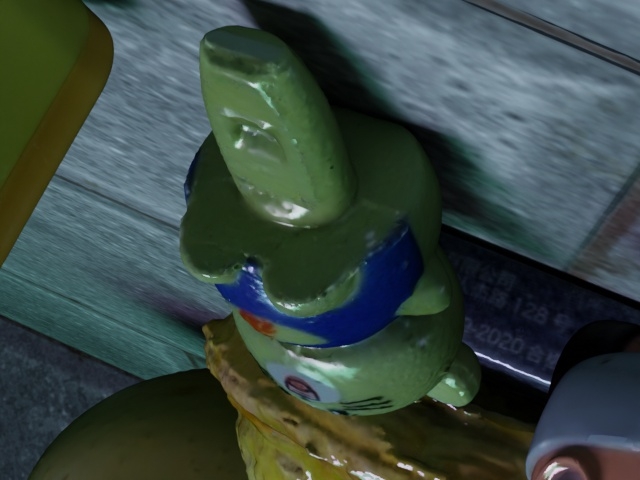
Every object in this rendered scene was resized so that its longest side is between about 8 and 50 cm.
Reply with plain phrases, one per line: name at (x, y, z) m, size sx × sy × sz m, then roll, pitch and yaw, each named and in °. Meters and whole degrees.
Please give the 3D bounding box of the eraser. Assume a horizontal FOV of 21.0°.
eraser at (0.061, 0.030, 0.767) m, size 0.212 × 0.046 × 0.092 m, roll 22°, pitch 171°, yaw 14°

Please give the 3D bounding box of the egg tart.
egg tart at (0.060, 0.115, 0.851) m, size 0.288 × 0.118 × 0.288 m, roll 19°, pitch -174°, yaw -2°

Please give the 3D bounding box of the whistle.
whistle at (0.000, 0.000, 0.630) m, size 0.105 × 0.085 × 0.227 m, roll 20°, pitch 157°, yaw 23°

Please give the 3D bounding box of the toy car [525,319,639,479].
toy car at (0.177, 0.157, 0.603) m, size 0.180 × 0.212 × 0.270 m, roll 5°, pitch 160°, yaw 37°

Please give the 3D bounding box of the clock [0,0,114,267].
clock at (-0.185, -0.055, 0.636) m, size 0.202 × 0.143 × 0.096 m, roll 16°, pitch 159°, yaw 43°

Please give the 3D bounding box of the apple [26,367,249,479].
apple at (-0.049, 0.335, 1.489) m, size 0.473 × 0.474 × 0.473 m, roll 24°, pitch 170°, yaw 4°
